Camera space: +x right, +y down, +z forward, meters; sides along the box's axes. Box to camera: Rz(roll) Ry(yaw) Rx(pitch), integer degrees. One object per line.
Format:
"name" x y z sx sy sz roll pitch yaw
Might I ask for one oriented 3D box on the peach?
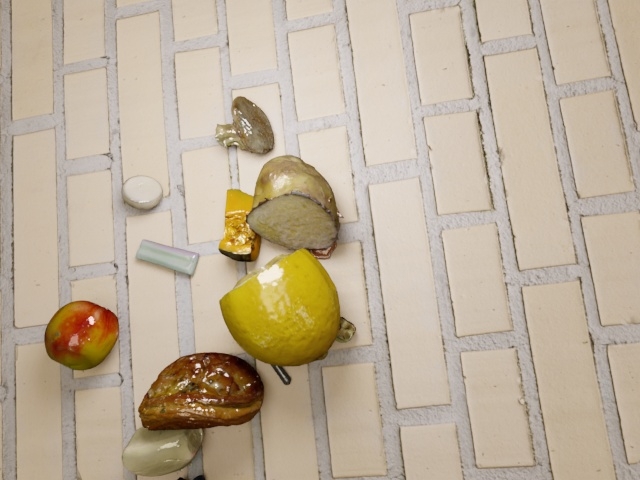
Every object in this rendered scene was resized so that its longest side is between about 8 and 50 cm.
"peach" -0.789 0.311 1.603 0.231 0.231 0.230 -1 82 8

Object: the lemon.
"lemon" -0.102 0.225 1.464 0.365 0.364 0.363 -1 82 8

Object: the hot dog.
"hot dog" -0.373 0.481 1.514 0.388 0.267 0.174 -6 119 3

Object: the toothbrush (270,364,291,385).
"toothbrush" -0.193 0.359 1.610 0.030 0.031 0.297 -44 79 26

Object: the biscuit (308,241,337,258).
"biscuit" 0.000 0.000 1.638 0.102 0.019 0.130 -18 81 6

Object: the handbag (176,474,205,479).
"handbag" -0.429 0.874 1.418 0.119 0.326 0.268 -10 80 8

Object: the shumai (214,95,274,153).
"shumai" -0.267 -0.381 1.679 0.153 0.161 0.209 -27 102 25

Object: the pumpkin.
"pumpkin" -0.267 -0.039 1.636 0.131 0.126 0.247 5 65 8

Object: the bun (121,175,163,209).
"bun" -0.630 -0.157 1.713 0.138 0.094 0.138 7 52 -9

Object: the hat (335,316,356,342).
"hat" 0.066 0.295 1.568 0.077 0.059 0.076 35 54 1

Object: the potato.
"potato" -0.069 -0.142 1.571 0.301 0.288 0.237 -13 43 28

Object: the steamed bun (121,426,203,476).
"steamed bun" -0.495 0.670 1.544 0.239 0.170 0.152 -19 98 4

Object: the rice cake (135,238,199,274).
"rice cake" -0.537 0.055 1.692 0.222 0.042 0.080 15 86 10
